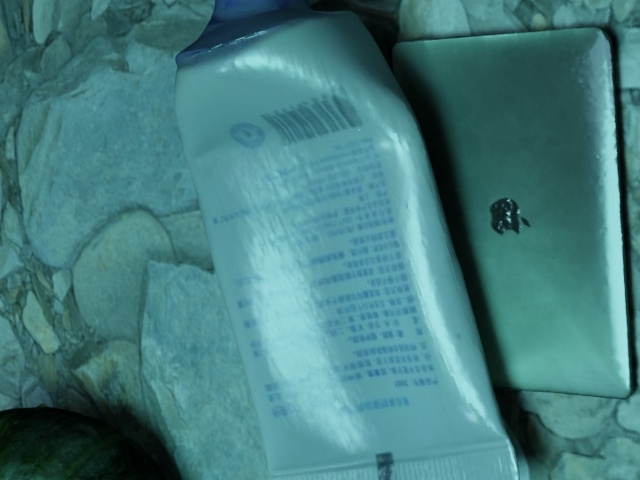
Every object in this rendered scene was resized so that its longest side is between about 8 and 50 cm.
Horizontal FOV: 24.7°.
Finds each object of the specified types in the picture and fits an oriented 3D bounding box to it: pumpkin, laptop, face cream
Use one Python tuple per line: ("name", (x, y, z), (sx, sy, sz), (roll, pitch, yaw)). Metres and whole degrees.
("pumpkin", (-0.273, 0.299, 1.341), (0.300, 0.207, 0.300), (0, 92, 15))
("laptop", (0.141, -0.019, 1.083), (0.187, 0.015, 0.269), (1, 101, 40))
("face cream", (0.000, 0.000, 1.129), (0.234, 0.137, 0.420), (-14, 92, 34))
